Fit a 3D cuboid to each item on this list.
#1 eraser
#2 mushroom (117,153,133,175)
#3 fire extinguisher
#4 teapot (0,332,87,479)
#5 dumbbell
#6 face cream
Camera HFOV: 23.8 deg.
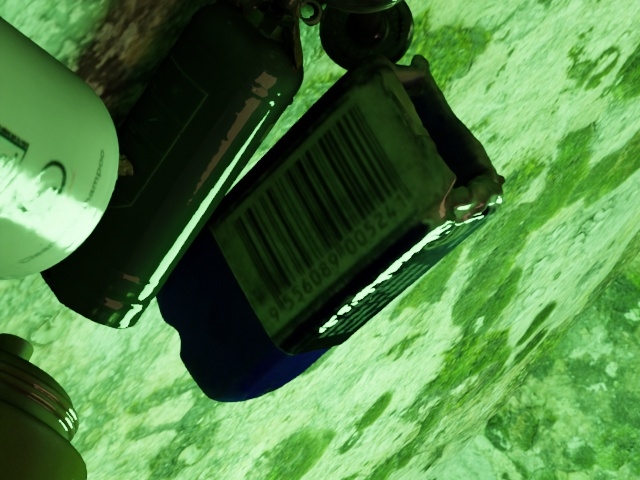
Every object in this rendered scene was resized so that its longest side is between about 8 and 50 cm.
[{"bbox_3d":[0.000,0.000,1.253,0.101,0.155,0.332,-7,151,-48],"label":"eraser"},{"bbox_3d":[-0.200,-0.031,1.034,0.170,0.080,0.135,-24,159,-38],"label":"mushroom"},{"bbox_3d":[-0.095,-0.077,1.117,0.311,0.095,0.114,-54,-175,16],"label":"fire extinguisher"},{"bbox_3d":[-0.260,0.143,1.109,0.267,0.186,0.175,86,18,-59],"label":"teapot"},{"bbox_3d":[0.035,-0.191,1.179,0.110,0.110,0.254,-43,165,-10],"label":"dumbbell"},{"bbox_3d":[-0.242,-0.084,0.772,0.145,0.145,0.370,-48,159,2],"label":"face cream"}]
